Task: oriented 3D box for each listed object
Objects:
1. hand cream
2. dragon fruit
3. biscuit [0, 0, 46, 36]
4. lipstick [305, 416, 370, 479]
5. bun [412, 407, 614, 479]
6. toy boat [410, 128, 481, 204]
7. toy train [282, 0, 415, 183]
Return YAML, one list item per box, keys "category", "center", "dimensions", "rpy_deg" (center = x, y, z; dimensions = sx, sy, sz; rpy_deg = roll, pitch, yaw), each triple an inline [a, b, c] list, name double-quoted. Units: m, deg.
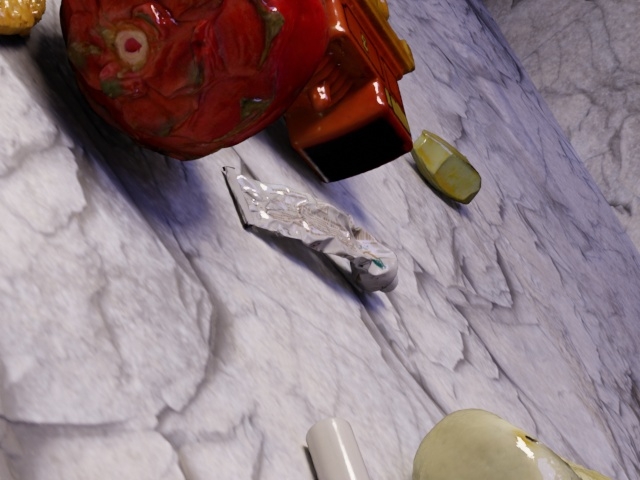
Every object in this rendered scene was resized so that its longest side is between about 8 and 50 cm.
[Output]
- category: "hand cream"
  center: [0.003, -0.002, 1.591]
  dimensions: [0.257, 0.050, 0.084]
  rpy_deg: [31, 28, -45]
- category: "dragon fruit"
  center: [-0.106, -0.185, 1.356]
  dimensions: [0.241, 0.241, 0.252]
  rpy_deg: [58, 4, 20]
- category: "biscuit"
  center: [-0.310, -0.266, 1.286]
  dimensions: [0.254, 0.035, 0.254]
  rpy_deg: [46, 18, -19]
- category: "lipstick"
  center: [0.022, 0.192, 1.219]
  dimensions: [0.038, 0.038, 0.130]
  rpy_deg: [40, 20, -38]
- category: "bun"
  center: [0.178, 0.242, 1.388]
  dimensions: [0.229, 0.145, 0.229]
  rpy_deg: [24, -5, 2]
- category: "toy boat"
  center: [0.180, -0.097, 2.281]
  dimensions: [0.172, 0.065, 0.066]
  rpy_deg: [40, 0, -44]
- category: "toy train"
  center: [-0.008, -0.213, 1.753]
  dimensions: [0.369, 0.163, 0.231]
  rpy_deg: [47, 24, -57]
